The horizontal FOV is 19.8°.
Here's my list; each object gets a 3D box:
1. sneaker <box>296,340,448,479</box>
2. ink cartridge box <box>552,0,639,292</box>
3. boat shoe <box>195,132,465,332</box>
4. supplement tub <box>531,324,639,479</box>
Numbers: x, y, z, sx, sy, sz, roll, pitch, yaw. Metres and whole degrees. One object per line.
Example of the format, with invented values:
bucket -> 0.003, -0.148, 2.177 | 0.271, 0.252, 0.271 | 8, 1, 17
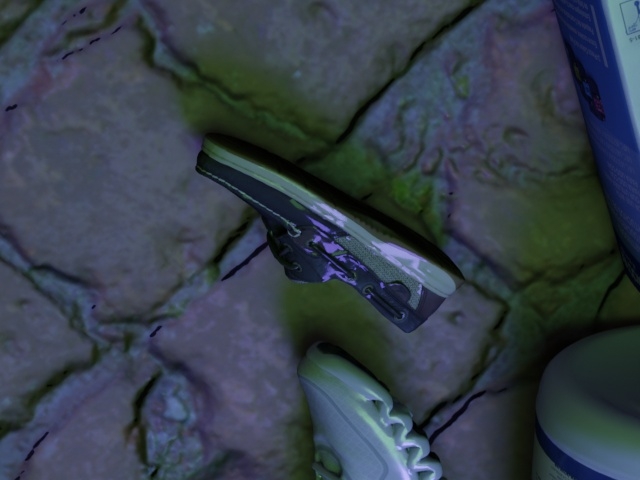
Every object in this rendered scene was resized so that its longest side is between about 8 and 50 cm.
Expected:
sneaker -> 0.039, 0.212, 1.376 | 0.118, 0.110, 0.292 | -28, 113, -12
ink cartridge box -> 0.326, -0.105, 1.288 | 0.270, 0.151, 0.395 | -19, 112, -1
boat shoe -> 0.000, 0.000, 1.312 | 0.223, 0.080, 0.073 | 28, 99, -23
supplement tub -> 0.270, 0.249, 1.372 | 0.235, 0.235, 0.325 | -2, 112, -9
